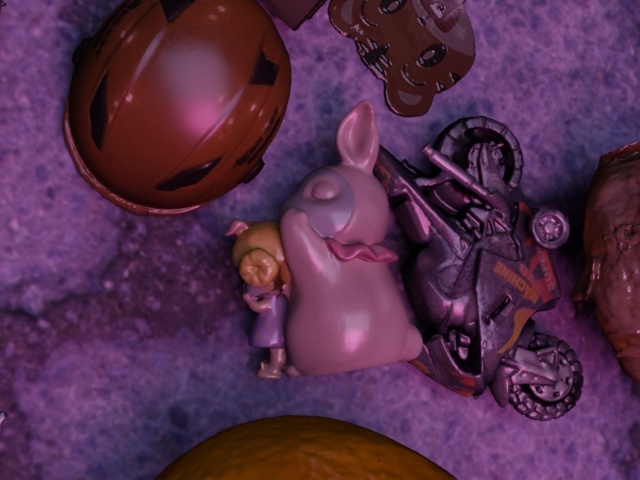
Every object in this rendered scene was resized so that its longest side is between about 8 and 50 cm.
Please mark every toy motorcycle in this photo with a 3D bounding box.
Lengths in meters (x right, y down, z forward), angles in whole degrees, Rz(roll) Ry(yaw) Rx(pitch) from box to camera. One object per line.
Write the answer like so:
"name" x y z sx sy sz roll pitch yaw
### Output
"toy motorcycle" 0.145 0.033 0.986 0.173 0.108 0.307 -15 85 -14

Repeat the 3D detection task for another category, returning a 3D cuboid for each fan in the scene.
"fan" 0.124 -0.238 1.065 0.227 0.008 0.152 -38 95 -18

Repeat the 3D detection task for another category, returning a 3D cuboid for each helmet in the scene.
"helmet" -0.119 -0.136 0.909 0.198 0.130 0.224 36 74 -7

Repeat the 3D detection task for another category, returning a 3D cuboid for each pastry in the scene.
"pastry" 0.328 0.031 1.001 0.257 0.121 0.235 26 59 -52

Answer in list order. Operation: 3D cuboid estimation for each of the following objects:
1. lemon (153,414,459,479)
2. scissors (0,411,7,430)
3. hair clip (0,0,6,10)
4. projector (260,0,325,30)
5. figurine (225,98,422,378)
"lemon" -0.003 0.298 0.785 0.348 0.348 0.348 3 82 -18
"scissors" -0.341 0.246 0.842 0.144 0.017 0.247 22 75 -15
"hair clip" -0.365 -0.195 0.882 0.187 0.056 0.146 -2 84 -10
"projector" -0.014 -0.372 0.910 0.249 0.248 0.248 41 72 -9
"figurine" 0.000 0.000 0.933 0.155 0.127 0.235 -8 85 13
